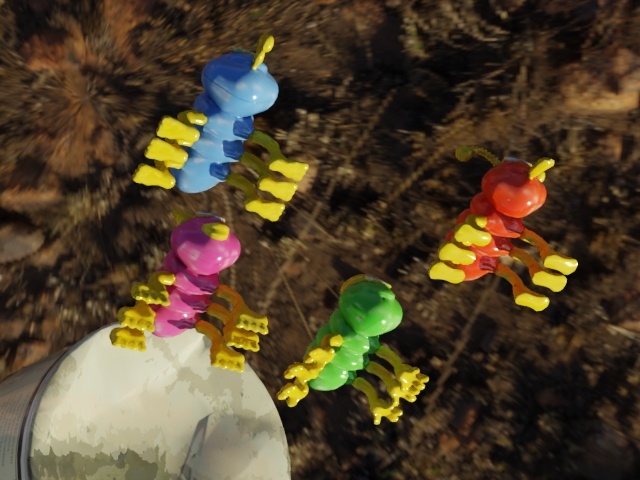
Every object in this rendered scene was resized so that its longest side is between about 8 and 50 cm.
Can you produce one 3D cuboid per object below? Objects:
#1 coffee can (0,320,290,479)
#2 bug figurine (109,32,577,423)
[{"bbox_3d":[-0.181,0.183,1.007,0.202,0.275,0.201,15,65,-34],"label":"coffee can"},{"bbox_3d":[0.000,0.000,0.815,0.279,0.072,0.216,19,120,-29],"label":"bug figurine"}]
